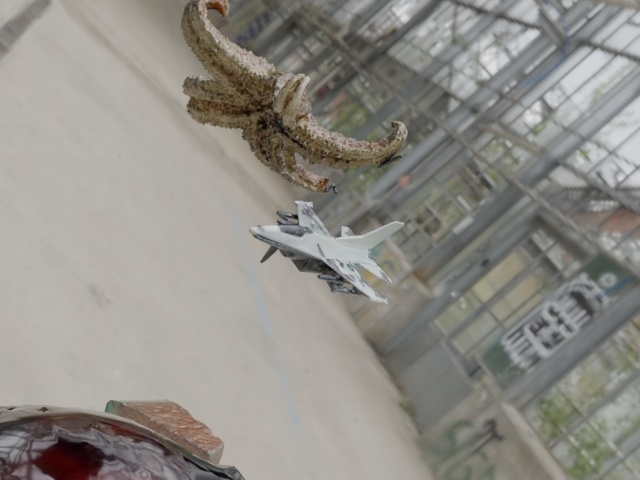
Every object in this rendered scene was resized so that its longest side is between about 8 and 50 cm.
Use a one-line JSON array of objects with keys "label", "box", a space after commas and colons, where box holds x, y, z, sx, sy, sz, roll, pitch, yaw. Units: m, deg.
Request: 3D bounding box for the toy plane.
[{"label": "toy plane", "box": [-0.005, 0.011, 1.064, 0.234, 0.082, 0.160, -3, 46, -46]}]

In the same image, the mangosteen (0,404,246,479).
[{"label": "mangosteen", "box": [-0.172, 0.316, 0.594, 0.381, 0.421, 0.381, 20, -23, 9]}]

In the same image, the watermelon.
[{"label": "watermelon", "box": [-0.214, 0.333, 1.444, 0.140, 0.192, 0.257, 7, -8, -39]}]

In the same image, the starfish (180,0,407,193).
[{"label": "starfish", "box": [-0.044, -0.158, 1.199, 0.303, 0.113, 0.312, 30, -15, -1]}]
